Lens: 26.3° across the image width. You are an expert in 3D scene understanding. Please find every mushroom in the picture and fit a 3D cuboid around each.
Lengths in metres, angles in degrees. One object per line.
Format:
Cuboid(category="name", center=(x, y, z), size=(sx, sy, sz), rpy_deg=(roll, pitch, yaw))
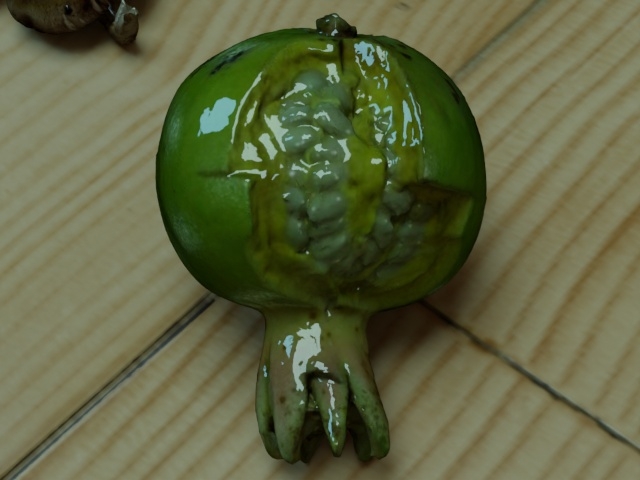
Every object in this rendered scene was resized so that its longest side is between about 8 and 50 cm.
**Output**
Cuboid(category="mushroom", center=(-0.209, -0.230, 1.213), size=(0.135, 0.080, 0.170), rpy_deg=(-42, 54, -9))

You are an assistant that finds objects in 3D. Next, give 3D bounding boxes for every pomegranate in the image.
Cuboid(category="pomegranate", center=(0.000, 0.000, 0.936), size=(0.236, 0.236, 0.302), rpy_deg=(-1, 86, 9))
